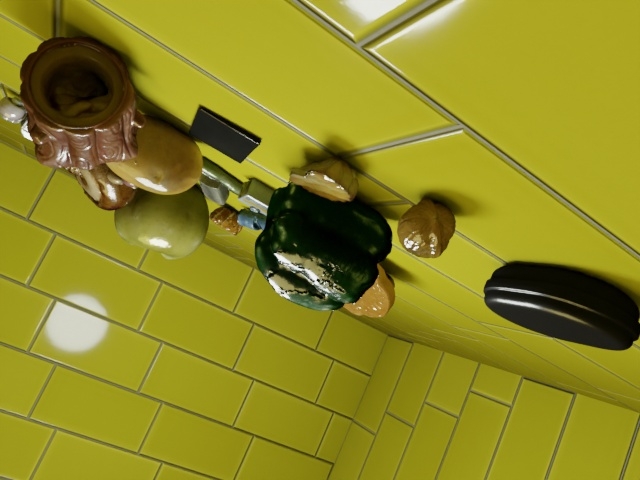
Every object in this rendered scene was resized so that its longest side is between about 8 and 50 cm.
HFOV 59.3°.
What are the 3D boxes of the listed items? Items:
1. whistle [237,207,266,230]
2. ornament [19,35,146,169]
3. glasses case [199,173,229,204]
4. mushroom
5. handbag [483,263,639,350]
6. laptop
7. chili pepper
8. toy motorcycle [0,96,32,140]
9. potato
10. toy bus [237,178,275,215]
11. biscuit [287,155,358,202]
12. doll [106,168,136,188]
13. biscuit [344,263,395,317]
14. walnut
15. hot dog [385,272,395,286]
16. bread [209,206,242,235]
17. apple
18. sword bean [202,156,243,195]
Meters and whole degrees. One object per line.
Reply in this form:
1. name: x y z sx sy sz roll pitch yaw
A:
1. whistle: -0.135 -0.041 1.744 0.304 0.062 0.062 17 168 37
2. ornament: -0.443 -0.245 1.025 0.235 0.221 0.217 48 161 -9
3. glasses case: -0.306 -0.152 1.610 0.070 0.047 0.205 26 170 -1
4. mushroom: -0.648 -0.220 1.639 0.297 0.163 0.278 11 142 54
5. handbag: 0.473 0.131 1.115 0.253 0.093 0.308 28 169 -24
6. laptop: -0.199 -0.214 1.151 0.135 0.016 0.197 29 168 -16
7. chili pepper: 0.000 0.000 1.186 0.256 0.249 0.233 30 146 -23
8. toy motorcycle: -0.878 -0.367 1.756 0.112 0.113 0.254 15 167 43
9. potato: -0.370 -0.187 1.240 0.233 0.150 0.146 21 -160 -26
10. toy bus: -0.117 -0.091 1.454 0.190 0.064 0.075 29 157 -23
11. biscuit: 0.012 -0.115 1.023 0.118 0.061 0.183 26 172 -20
12. doll: -0.452 -0.206 1.393 0.255 0.152 0.196 14 179 28
13. biscuit: 0.080 0.106 1.747 0.351 0.057 0.312 37 150 0
14. walnut: 0.187 -0.020 0.988 0.105 0.105 0.124 23 169 5
15. hot dog: 0.151 0.121 1.862 0.084 0.074 0.242 26 168 -33
16. bread: -0.320 -0.072 1.968 0.104 0.076 0.233 35 179 11
17. apple: -0.499 -0.084 1.816 0.294 0.258 0.233 26 169 -25
18. sword bean: -0.229 -0.143 1.507 0.043 0.038 0.269 32 177 43
